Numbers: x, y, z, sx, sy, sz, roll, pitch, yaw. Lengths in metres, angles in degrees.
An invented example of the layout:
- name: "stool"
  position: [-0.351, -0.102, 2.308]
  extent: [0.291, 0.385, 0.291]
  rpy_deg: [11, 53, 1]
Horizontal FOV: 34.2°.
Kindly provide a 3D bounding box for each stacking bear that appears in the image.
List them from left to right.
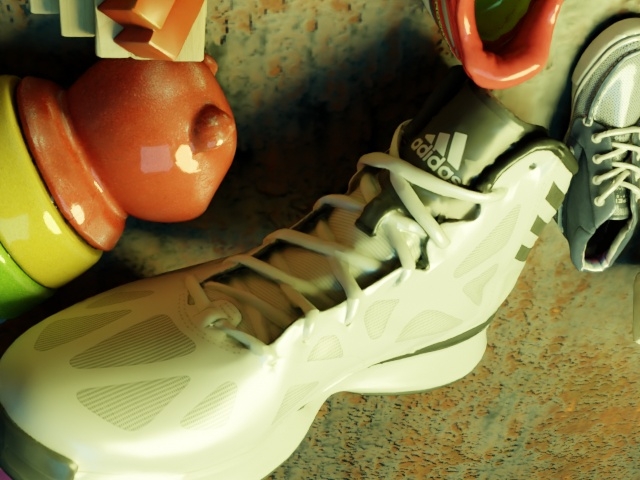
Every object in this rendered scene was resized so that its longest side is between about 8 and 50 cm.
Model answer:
- name: "stacking bear"
  position: [-0.189, -0.030, 0.659]
  extent: [0.289, 0.175, 0.164]
  rpy_deg: [-24, 123, 2]

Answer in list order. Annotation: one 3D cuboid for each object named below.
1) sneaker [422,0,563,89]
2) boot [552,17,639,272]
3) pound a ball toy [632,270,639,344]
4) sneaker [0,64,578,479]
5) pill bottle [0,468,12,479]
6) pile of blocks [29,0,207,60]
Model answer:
- name: "sneaker"
  position: [0.121, -0.198, 0.550]
  extent: [0.107, 0.118, 0.279]
  rpy_deg: [-5, 140, -7]
- name: "boot"
  position: [0.216, -0.063, 0.758]
  extent: [0.069, 0.086, 0.190]
  rpy_deg: [-5, 140, -7]
- name: "pound a ball toy"
  position: [0.350, -0.043, 0.806]
  extent: [0.208, 0.135, 0.319]
  rpy_deg: [25, 134, -3]
- name: "sneaker"
  position: [0.000, -0.001, 0.675]
  extent: [0.448, 0.169, 0.257]
  rpy_deg: [-14, 139, -45]
- name: "pill bottle"
  position: [-0.221, 0.180, 0.817]
  extent: [0.323, 0.181, 0.181]
  rpy_deg: [-22, 140, 6]
- name: "pile of blocks"
  position: [-0.054, -0.213, 0.498]
  extent: [0.149, 0.112, 0.362]
  rpy_deg: [16, 133, -29]
